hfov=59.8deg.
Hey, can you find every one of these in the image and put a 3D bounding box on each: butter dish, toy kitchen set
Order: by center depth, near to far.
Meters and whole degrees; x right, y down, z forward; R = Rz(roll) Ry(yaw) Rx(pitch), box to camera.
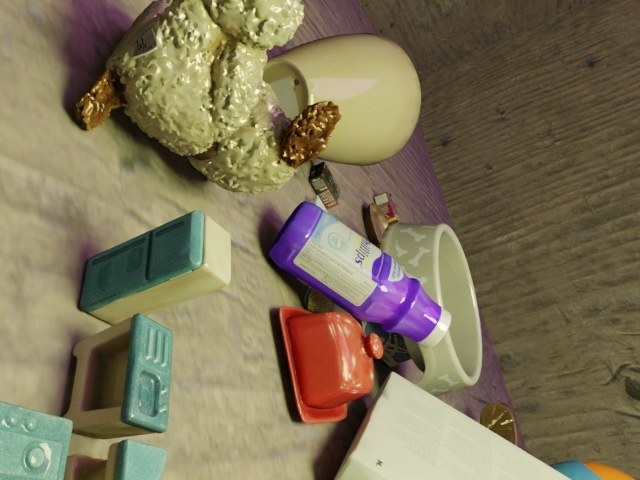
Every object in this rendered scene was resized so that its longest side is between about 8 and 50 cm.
[{"bbox_3d":[-0.155,0.059,0.368,0.166,0.122,0.207,45,30,-49],"label":"toy kitchen set"},{"bbox_3d":[0.029,0.159,0.766,0.160,0.118,0.159,29,43,-61],"label":"butter dish"}]

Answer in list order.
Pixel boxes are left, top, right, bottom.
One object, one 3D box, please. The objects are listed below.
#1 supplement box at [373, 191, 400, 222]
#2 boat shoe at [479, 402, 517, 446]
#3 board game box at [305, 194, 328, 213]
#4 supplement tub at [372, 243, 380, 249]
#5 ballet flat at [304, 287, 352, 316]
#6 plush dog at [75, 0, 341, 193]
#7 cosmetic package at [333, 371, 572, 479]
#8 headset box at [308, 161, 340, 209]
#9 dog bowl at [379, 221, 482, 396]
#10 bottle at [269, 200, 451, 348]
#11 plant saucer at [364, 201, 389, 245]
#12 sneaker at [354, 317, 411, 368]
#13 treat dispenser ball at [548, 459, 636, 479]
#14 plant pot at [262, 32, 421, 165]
[{"bbox_3d":[0.185,-0.088,1.554,0.055,0.043,0.083,7,65,-68],"label":"supplement box"},{"bbox_3d":[0.498,0.631,1.533,0.110,0.122,0.341,81,14,-56],"label":"boat shoe"},{"bbox_3d":[0.000,0.000,0.991,0.103,0.026,0.154,59,21,-26],"label":"board game box"},{"bbox_3d":[0.138,0.080,1.163,0.198,0.106,0.106,33,40,-60],"label":"supplement tub"},{"bbox_3d":[0.049,0.092,0.921,0.206,0.067,0.073,-6,120,-61],"label":"ballet flat"},{"bbox_3d":[-0.111,-0.137,0.604,0.225,0.262,0.210,44,63,-32],"label":"plush dog"},{"bbox_3d":[0.217,0.365,0.773,0.377,0.097,0.284,30,14,12],"label":"cosmetic package"},{"bbox_3d":[0.011,-0.108,1.124,0.083,0.032,0.062,57,22,-26],"label":"headset box"},{"bbox_3d":[0.221,0.125,1.063,0.349,0.102,0.348,40,43,-53],"label":"dog bowl"},{"bbox_3d":[0.063,0.058,0.826,0.283,0.092,0.118,35,29,-6],"label":"bottle"},{"bbox_3d":[0.150,-0.015,1.406,0.168,0.029,0.168,52,25,-37],"label":"plant saucer"},{"bbox_3d":[0.126,0.173,1.069,0.211,0.081,0.080,46,31,-46],"label":"sneaker"},{"bbox_3d":[0.489,0.552,1.007,0.288,0.288,0.288,53,25,-38],"label":"treat dispenser ball"},{"bbox_3d":[0.008,-0.251,0.995,0.274,0.256,0.256,-20,89,-55],"label":"plant pot"}]
